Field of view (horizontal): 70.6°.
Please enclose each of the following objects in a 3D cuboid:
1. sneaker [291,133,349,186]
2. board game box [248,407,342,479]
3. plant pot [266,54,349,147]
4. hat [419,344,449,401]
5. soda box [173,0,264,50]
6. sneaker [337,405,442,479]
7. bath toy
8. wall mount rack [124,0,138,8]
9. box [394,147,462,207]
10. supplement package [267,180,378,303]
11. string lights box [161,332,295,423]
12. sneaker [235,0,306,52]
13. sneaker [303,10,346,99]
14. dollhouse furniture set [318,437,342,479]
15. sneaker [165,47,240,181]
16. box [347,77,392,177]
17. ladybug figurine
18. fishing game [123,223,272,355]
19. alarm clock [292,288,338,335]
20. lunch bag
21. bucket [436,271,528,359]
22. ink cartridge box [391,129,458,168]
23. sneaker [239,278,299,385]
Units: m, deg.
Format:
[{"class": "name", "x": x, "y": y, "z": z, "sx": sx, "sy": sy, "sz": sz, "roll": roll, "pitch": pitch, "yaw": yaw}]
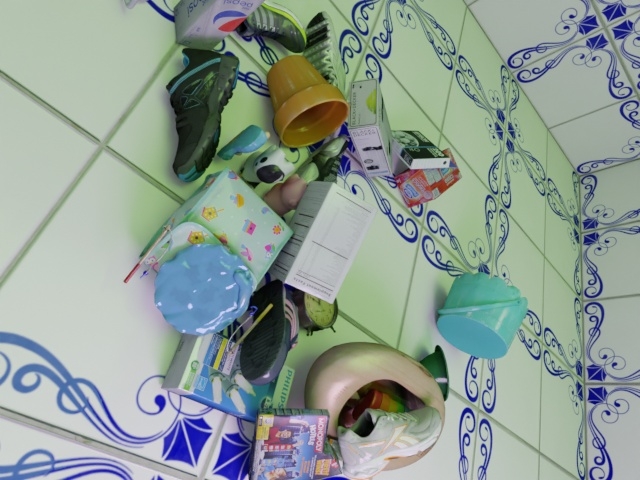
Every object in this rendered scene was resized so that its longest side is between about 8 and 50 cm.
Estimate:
[{"class": "sneaker", "x": 0.027, "y": -0.185, "z": 1.306, "sx": 0.153, "sy": 0.101, "sz": 0.268, "roll": 53, "pitch": 54, "yaw": -20}, {"class": "board game box", "x": -0.045, "y": 0.432, "z": 0.950, "sx": 0.194, "sy": 0.060, "sz": 0.194, "roll": 5, "pitch": 105, "yaw": -13}, {"class": "plant pot", "x": -0.052, "y": -0.390, "z": 1.236, "sx": 0.205, "sy": 0.205, "sz": 0.187, "roll": -11, "pitch": 70, "yaw": -45}, {"class": "hat", "x": 0.295, "y": 0.425, "z": 1.423, "sx": 0.208, "sy": 0.184, "sz": 0.172, "roll": -18, "pitch": 105, "yaw": -88}, {"class": "soda box", "x": -0.227, "y": -0.550, "z": 1.036, "sx": 0.091, "sy": 0.287, "sz": 0.097, "roll": 2, "pitch": 77, "yaw": -45}, {"class": "sneaker", "x": 0.156, "y": 0.419, "z": 1.009, "sx": 0.263, "sy": 0.099, "sz": 0.120, "roll": -18, "pitch": 94, "yaw": -25}, {"class": "bath toy", "x": -0.100, "y": -0.120, "z": 1.144, "sx": 0.129, "sy": 0.151, "sz": 0.348, "roll": -42, "pitch": 115, "yaw": -4}, {"class": "wall mount rack", "x": -0.492, "y": -0.661, "z": 0.927, "sx": 0.350, "sy": 0.131, "sz": 0.303, "roll": -3, "pitch": 79, "yaw": -45}, {"class": "box", "x": 0.398, "y": -0.231, "z": 1.655, "sx": 0.257, "sy": 0.123, "sz": 0.128, "roll": -35, "pitch": 102, "yaw": -44}, {"class": "supplement package", "x": 0.000, "y": 0.000, "z": 1.053, "sx": 0.139, "sy": 0.134, "sz": 0.243, "roll": 28, "pitch": 86, "yaw": -25}, {"class": "string lights box", "x": -0.186, "y": 0.294, "z": 0.963, "sx": 0.260, "sy": 0.077, "sz": 0.133, "roll": 36, "pitch": 54, "yaw": -31}, {"class": "sneaker", "x": -0.171, "y": -0.602, "z": 1.252, "sx": 0.300, "sy": 0.111, "sz": 0.121, "roll": 24, "pitch": 72, "yaw": -31}, {"class": "sneaker", "x": 0.020, "y": -0.563, "z": 1.420, "sx": 0.118, "sy": 0.110, "sz": 0.291, "roll": -4, "pitch": 88, "yaw": -52}, {"class": "dollhouse furniture set", "x": 0.010, "y": 0.518, "z": 1.029, "sx": 0.076, "sy": 0.151, "sz": 0.058, "roll": 22, "pitch": 30, "yaw": -13}, {"class": "sneaker", "x": -0.292, "y": -0.291, "z": 1.041, "sx": 0.140, "sy": 0.125, "sz": 0.340, "roll": 15, "pitch": 67, "yaw": -10}, {"class": "box", "x": 0.158, "y": -0.334, "z": 1.387, "sx": 0.290, "sy": 0.087, "sz": 0.169, "roll": 52, "pitch": 38, "yaw": -63}, {"class": "ladybug figurine", "x": 0.133, "y": 0.406, "z": 1.136, "sx": 0.305, "sy": 0.162, "sz": 0.449, "roll": -47, "pitch": 117, "yaw": -2}, {"class": "fishing game", "x": -0.227, "y": 0.092, "z": 0.881, "sx": 0.264, "sy": 0.041, "sz": 0.189, "roll": 37, "pitch": 88, "yaw": -17}, {"class": "alarm clock", "x": -0.020, "y": 0.150, "z": 1.176, "sx": 0.129, "sy": 0.064, "sz": 0.191, "roll": 7, "pitch": 70, "yaw": -47}, {"class": "lunch bag", "x": -0.221, "y": 0.012, "z": 0.965, "sx": 0.223, "sy": 0.160, "sz": 0.262, "roll": 47, "pitch": 60, "yaw": -25}, {"class": "bucket", "x": 0.544, "y": 0.260, "z": 1.546, "sx": 0.281, "sy": 0.281, "sz": 0.183, "roll": 49, "pitch": 57, "yaw": -22}, {"class": "ink cartridge box", "x": 0.352, "y": -0.320, "z": 1.578, "sx": 0.209, "sy": 0.045, "sz": 0.206, "roll": -5, "pitch": 42, "yaw": -26}, {"class": "sneaker", "x": -0.088, "y": 0.213, "z": 0.982, "sx": 0.131, "sy": 0.112, "sz": 0.319, "roll": 59, "pitch": 15, "yaw": -23}]
